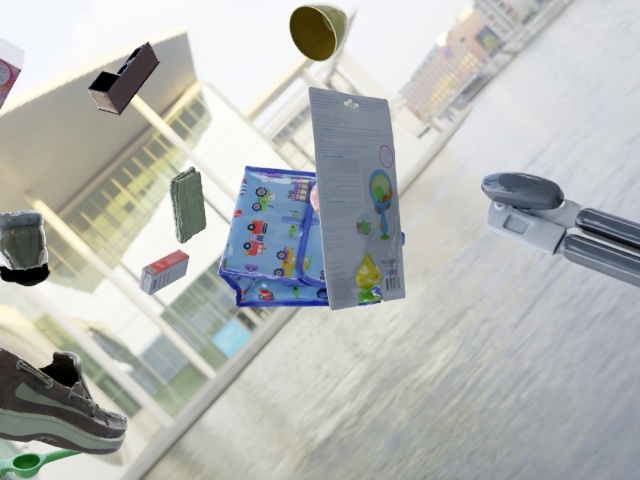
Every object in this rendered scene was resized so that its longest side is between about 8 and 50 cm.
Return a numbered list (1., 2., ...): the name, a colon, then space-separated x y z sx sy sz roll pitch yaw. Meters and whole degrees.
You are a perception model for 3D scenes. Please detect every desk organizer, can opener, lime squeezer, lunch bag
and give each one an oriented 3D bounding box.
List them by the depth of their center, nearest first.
1. can opener: 0.314 -0.012 0.855 0.095 0.283 0.076 37 -98 -49
2. desk organizer: -0.327 -0.276 1.205 0.130 0.047 0.050 -62 -24 -25
3. lime squeezer: -0.513 0.418 1.234 0.310 0.110 0.059 -37 12 -12
4. lunch bag: 0.000 0.000 1.245 0.138 0.294 0.220 72 -156 -58

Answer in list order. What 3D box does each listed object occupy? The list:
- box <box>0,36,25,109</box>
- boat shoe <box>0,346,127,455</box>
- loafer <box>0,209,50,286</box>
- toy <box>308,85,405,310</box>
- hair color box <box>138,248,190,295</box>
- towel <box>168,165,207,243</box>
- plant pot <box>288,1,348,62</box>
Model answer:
1. box: -0.596 -0.280 1.197 0.142 0.154 0.300 -58 28 6
2. boat shoe: -0.279 0.170 0.782 0.257 0.095 0.095 52 -123 -66
3. loafer: -0.436 0.028 1.026 0.095 0.087 0.251 -9 -9 -23
4. toy: 0.030 -0.044 0.815 0.056 0.237 0.137 -11 -5 42
5. hair color box: -0.408 0.082 1.890 0.141 0.043 0.071 -33 -32 -53
6. towel: -0.282 -0.076 1.536 0.027 0.148 0.110 3 22 22
7. plant pot: 0.008 -0.488 1.642 0.095 0.134 0.134 -45 -1 -36
